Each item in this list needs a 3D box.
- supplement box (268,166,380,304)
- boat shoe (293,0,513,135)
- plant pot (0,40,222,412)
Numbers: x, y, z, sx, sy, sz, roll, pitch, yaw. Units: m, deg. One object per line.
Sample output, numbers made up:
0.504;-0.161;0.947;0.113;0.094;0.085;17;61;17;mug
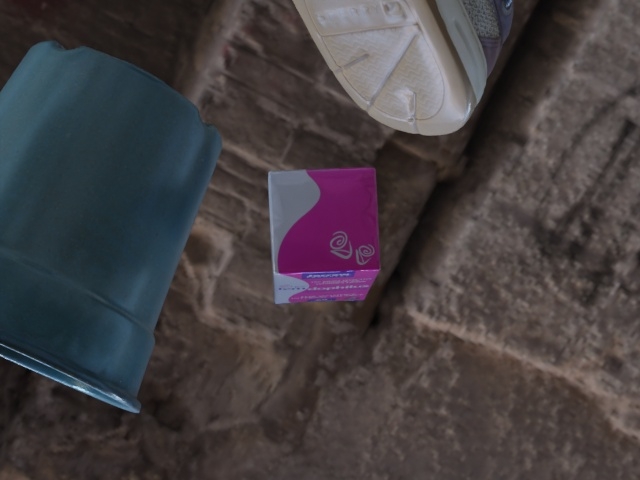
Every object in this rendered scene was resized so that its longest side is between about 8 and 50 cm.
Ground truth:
0.000;0.000;1.126;0.111;0.113;0.220;-2;167;-2;supplement box
0.016;-0.181;0.450;0.103;0.092;0.285;2;133;40;boat shoe
-0.294;-0.023;1.179;0.341;0.334;0.341;22;164;6;plant pot
